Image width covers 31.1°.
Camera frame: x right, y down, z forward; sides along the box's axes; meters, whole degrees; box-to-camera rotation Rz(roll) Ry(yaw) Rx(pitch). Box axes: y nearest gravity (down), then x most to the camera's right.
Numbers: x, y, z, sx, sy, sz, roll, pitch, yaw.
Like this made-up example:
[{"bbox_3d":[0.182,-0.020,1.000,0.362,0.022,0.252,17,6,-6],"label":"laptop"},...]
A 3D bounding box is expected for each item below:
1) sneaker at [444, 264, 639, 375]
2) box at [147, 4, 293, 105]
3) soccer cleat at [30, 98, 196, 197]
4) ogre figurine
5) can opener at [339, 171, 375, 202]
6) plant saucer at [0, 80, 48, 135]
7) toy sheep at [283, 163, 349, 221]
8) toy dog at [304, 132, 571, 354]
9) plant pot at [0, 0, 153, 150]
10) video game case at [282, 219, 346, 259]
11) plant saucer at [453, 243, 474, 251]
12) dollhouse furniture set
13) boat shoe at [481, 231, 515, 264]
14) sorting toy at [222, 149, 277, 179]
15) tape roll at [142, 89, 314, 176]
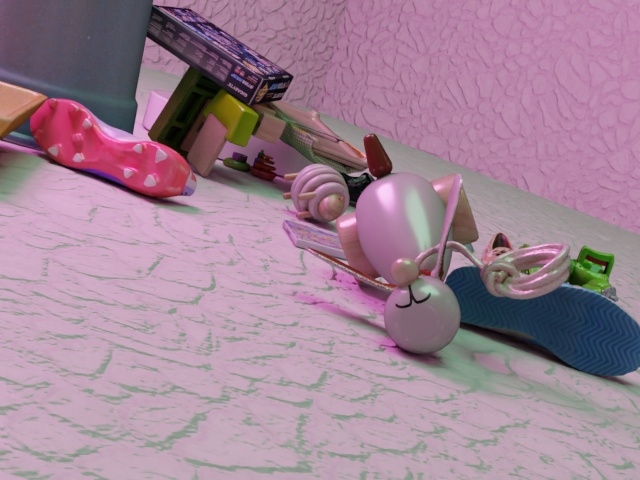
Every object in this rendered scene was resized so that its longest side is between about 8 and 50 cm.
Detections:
[{"bbox_3d":[0.252,0.079,1.274,0.228,0.087,0.092,22,9,15],"label":"sneaker"},{"bbox_3d":[-0.164,-0.298,1.841,0.220,0.051,0.175,34,16,6],"label":"box"},{"bbox_3d":[-0.273,-0.115,1.499,0.248,0.083,0.095,22,-5,25],"label":"soccer cleat"},{"bbox_3d":[0.329,0.053,1.540,0.118,0.097,0.197,6,-2,2],"label":"ogre figurine"},{"bbox_3d":[0.043,-0.094,2.029,0.059,0.073,0.186,-33,32,-24],"label":"can opener"},{"bbox_3d":[-0.506,-0.167,1.335,0.333,0.081,0.333,15,9,-9],"label":"plant saucer"},{"bbox_3d":[-0.005,-0.071,1.681,0.091,0.091,0.132,11,30,-32],"label":"toy sheep"},{"bbox_3d":[0.088,-0.017,1.200,0.220,0.161,0.333,-29,17,-12],"label":"toy dog"},{"bbox_3d":[-0.391,-0.322,1.671,0.341,0.334,0.341,17,10,-3],"label":"plant pot"},{"bbox_3d":[0.000,0.000,1.499,0.087,0.011,0.122,15,9,-13],"label":"video game case"},{"bbox_3d":[0.165,-0.030,1.891,0.195,0.037,0.195,16,9,-3],"label":"plant saucer"},{"bbox_3d":[-0.095,-0.150,1.904,0.301,0.151,0.197,17,22,-44],"label":"dollhouse furniture set"},{"bbox_3d":[0.279,0.021,1.765,0.056,0.048,0.153,17,9,2],"label":"boat shoe"},{"bbox_3d":[-0.116,-0.137,1.986,0.102,0.042,0.061,20,10,20],"label":"sorting toy"},{"bbox_3d":[-0.148,-0.201,2.211,0.392,0.072,0.392,17,10,-3],"label":"tape roll"}]
